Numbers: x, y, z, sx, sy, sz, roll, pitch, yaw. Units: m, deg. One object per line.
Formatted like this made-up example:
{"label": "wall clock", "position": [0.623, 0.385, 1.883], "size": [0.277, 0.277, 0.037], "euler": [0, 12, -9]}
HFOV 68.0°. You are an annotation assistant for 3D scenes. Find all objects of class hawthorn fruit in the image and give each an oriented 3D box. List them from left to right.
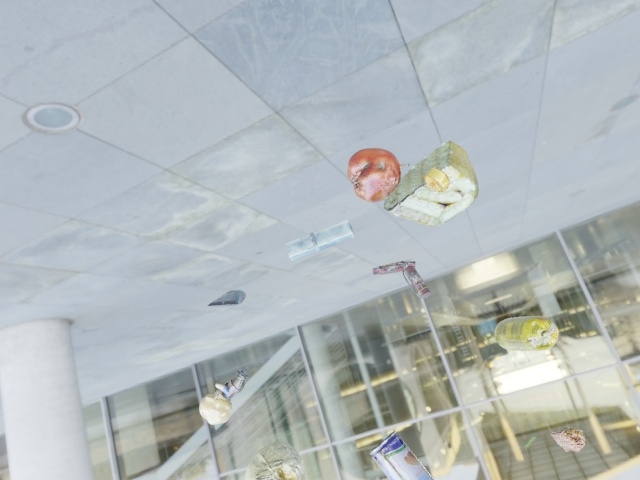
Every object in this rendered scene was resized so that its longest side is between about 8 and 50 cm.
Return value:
{"label": "hawthorn fruit", "position": [0.233, -0.262, 1.807], "size": [0.243, 0.208, 0.207], "euler": [-20, 165, -10]}

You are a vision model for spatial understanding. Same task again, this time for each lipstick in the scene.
{"label": "lipstick", "position": [0.000, 0.000, 1.997], "size": [0.289, 0.076, 0.077], "euler": [-20, 158, 3]}

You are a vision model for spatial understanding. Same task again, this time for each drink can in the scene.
{"label": "drink can", "position": [0.239, 0.629, 1.255], "size": [0.097, 0.235, 0.097], "euler": [-35, 158, -17]}

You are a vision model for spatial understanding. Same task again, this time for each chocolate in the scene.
{"label": "chocolate", "position": [0.305, 0.118, 1.976], "size": [0.182, 0.028, 0.086], "euler": [-11, 153, 3]}

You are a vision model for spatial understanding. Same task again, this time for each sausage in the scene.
{"label": "sausage", "position": [0.742, 0.340, 1.731], "size": [0.123, 0.123, 0.347], "euler": [-15, 171, -9]}

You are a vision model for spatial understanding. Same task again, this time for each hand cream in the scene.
{"label": "hand cream", "position": [-0.369, 0.241, 1.932], "size": [0.120, 0.061, 0.270], "euler": [-3, 179, 1]}

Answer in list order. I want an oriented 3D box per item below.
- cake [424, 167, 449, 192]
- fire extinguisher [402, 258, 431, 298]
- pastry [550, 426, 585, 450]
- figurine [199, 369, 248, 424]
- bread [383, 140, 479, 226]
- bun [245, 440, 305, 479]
{"label": "cake", "position": [0.379, -0.197, 1.537], "size": [0.044, 0.084, 0.084], "euler": [-46, 169, -12]}
{"label": "fire extinguisher", "position": [0.355, 0.146, 1.775], "size": [0.064, 0.158, 0.043], "euler": [-36, 145, 8]}
{"label": "pastry", "position": [0.827, 0.654, 1.570], "size": [0.063, 0.087, 0.169], "euler": [-36, 158, -5]}
{"label": "figurine", "position": [-0.327, 0.526, 1.611], "size": [0.196, 0.108, 0.114], "euler": [-56, 168, -5]}
{"label": "bread", "position": [0.496, -0.201, 2.055], "size": [0.264, 0.239, 0.395], "euler": [35, 126, -19]}
{"label": "bun", "position": [-0.198, 1.055, 2.133], "size": [0.287, 0.287, 0.146], "euler": [-12, 152, -21]}
